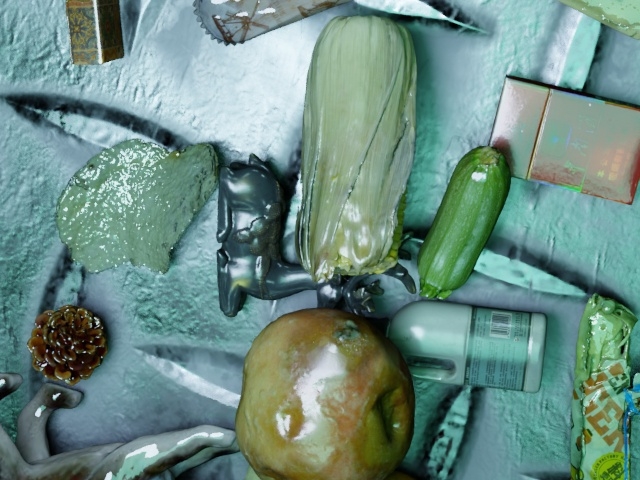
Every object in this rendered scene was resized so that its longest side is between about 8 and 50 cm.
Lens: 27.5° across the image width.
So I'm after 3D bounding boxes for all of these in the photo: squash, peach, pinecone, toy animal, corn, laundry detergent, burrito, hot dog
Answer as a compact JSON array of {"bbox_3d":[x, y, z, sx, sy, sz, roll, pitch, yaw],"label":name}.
[{"bbox_3d":[0.163,-0.019,1.491,0.068,0.077,0.219,26,126,8],"label":"squash"},{"bbox_3d":[0.005,0.180,1.473,0.214,0.214,0.235,11,130,6],"label":"peach"},{"bbox_3d":[-0.307,0.120,1.605,0.102,0.102,0.109,38,136,-2],"label":"pinecone"},{"bbox_3d":[-0.272,0.339,1.575,0.344,0.194,0.303,14,83,7],"label":"toy animal"},{"bbox_3d":[0.040,-0.100,1.453,0.123,0.122,0.305,4,81,-6],"label":"corn"},{"bbox_3d":[0.152,0.122,1.548,0.225,0.070,0.099,5,111,7],"label":"laundry detergent"},{"bbox_3d":[0.350,0.202,1.545,0.104,0.054,0.288,0,103,8],"label":"burrito"},{"bbox_3d":[-0.036,-0.304,1.482,0.252,0.069,0.131,-25,107,16],"label":"hot dog"}]

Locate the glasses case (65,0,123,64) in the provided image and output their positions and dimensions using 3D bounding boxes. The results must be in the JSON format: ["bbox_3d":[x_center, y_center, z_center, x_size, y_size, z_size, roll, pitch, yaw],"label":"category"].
[{"bbox_3d":[-0.271,-0.315,1.508,0.049,0.075,0.218,-1,103,12],"label":"glasses case"}]

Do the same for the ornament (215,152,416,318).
[{"bbox_3d":[0.000,0.000,1.541,0.236,0.080,0.202,5,107,10],"label":"ornament"}]

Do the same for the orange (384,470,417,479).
[{"bbox_3d":[0.073,0.355,1.588,0.156,0.124,0.156,0,86,-1],"label":"orange"}]

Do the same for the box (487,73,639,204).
[{"bbox_3d":[0.282,-0.115,1.484,0.175,0.048,0.112,13,105,6],"label":"box"}]

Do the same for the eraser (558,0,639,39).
[{"bbox_3d":[0.304,-0.307,1.431,0.172,0.058,0.117,27,106,1],"label":"eraser"}]

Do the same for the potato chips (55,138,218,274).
[{"bbox_3d":[-0.212,-0.040,1.570,0.228,0.059,0.167,-4,92,22],"label":"potato chips"}]

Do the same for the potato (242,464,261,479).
[{"bbox_3d":[-0.028,0.283,1.593,0.120,0.149,0.081,12,137,3],"label":"potato"}]
